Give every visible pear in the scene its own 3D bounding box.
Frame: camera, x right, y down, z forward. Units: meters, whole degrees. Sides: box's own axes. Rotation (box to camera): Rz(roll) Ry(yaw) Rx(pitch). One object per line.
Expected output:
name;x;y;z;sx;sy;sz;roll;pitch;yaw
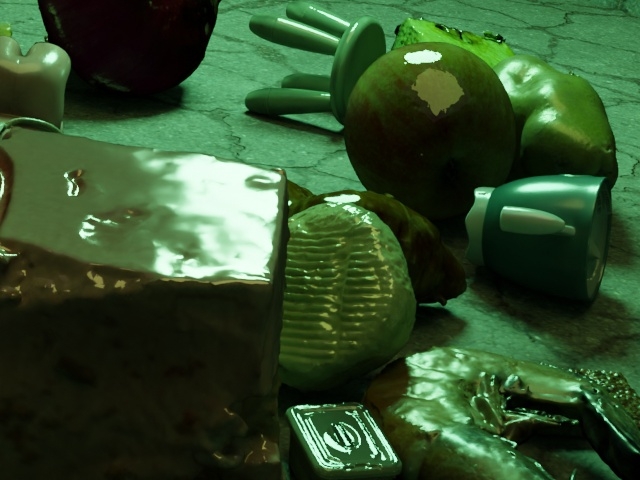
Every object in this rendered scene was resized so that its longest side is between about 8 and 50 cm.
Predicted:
pear;0.267;-0.276;2.338;0.238;0.164;0.255;8;27;-27

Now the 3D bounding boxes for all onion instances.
onion;-0.370;-0.403;2.304;0.385;0.348;0.347;-23;-3;44

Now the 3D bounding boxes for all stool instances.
stool;-0.009;-0.312;2.283;0.198;0.195;0.195;14;24;20

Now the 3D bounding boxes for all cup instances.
cup;0.289;-0.009;1.738;0.173;0.168;0.299;6;-5;21

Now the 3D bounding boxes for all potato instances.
potato;0.354;-0.163;2.038;0.202;0.218;0.351;-26;30;-9

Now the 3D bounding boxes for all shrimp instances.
shrimp;0.220;0.221;1.263;0.272;0.085;0.445;-10;28;-24

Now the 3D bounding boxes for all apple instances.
apple;0.163;-0.157;1.903;0.256;0.257;0.234;2;27;-14

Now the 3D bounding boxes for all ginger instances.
ginger;0.009;0.004;1.639;0.357;0.152;0.274;14;5;12

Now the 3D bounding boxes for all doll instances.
doll;-0.412;-0.116;1.688;0.284;0.216;0.268;6;30;-9

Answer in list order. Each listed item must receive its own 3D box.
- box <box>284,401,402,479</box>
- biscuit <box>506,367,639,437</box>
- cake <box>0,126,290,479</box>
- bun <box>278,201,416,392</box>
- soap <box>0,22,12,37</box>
box;0.018;0.213;1.257;0.089;0.062;0.122;-1;24;-19
biscuit;0.254;0.178;1.456;0.230;0.025;0.131;3;24;-10
cake;-0.171;0.097;1.159;0.314;0.307;0.293;5;25;-4
bun;0.004;0.068;1.432;0.220;0.220;0.134;25;-13;35
soap;-0.633;-0.278;2.091;0.281;0.143;0.259;-4;23;-12
